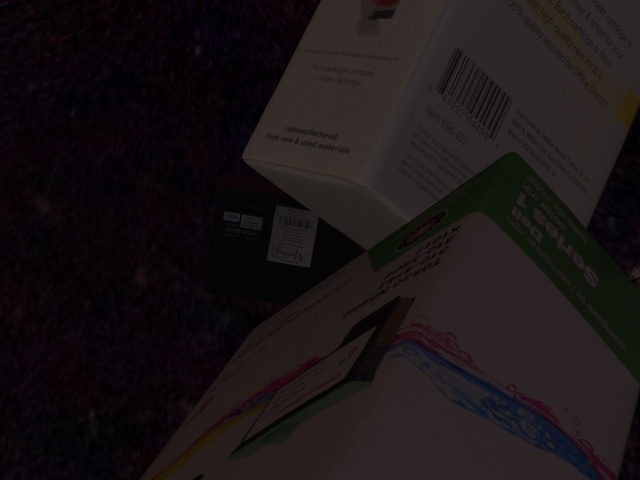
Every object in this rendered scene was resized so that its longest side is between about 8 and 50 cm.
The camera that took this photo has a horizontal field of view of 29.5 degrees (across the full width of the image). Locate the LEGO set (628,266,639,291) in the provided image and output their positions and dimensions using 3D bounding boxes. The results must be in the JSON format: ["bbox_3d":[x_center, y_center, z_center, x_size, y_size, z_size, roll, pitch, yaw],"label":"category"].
[{"bbox_3d":[0.154,0.037,0.644,0.083,0.023,0.054,-32,147,28],"label":"LEGO set"}]

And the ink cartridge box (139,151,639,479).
[{"bbox_3d":[0.012,0.109,0.518,0.201,0.278,0.117,-36,100,35],"label":"ink cartridge box"}]

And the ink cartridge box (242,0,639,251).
[{"bbox_3d":[0.147,-0.164,1.069,0.279,0.160,0.385,35,77,-41],"label":"ink cartridge box"}]

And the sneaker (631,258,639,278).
[{"bbox_3d":[0.485,0.041,1.500,0.210,0.366,0.137,-40,74,-16],"label":"sneaker"}]

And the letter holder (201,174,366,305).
[{"bbox_3d":[0.000,0.000,1.715,0.302,0.214,0.152,9,102,-1],"label":"letter holder"}]
